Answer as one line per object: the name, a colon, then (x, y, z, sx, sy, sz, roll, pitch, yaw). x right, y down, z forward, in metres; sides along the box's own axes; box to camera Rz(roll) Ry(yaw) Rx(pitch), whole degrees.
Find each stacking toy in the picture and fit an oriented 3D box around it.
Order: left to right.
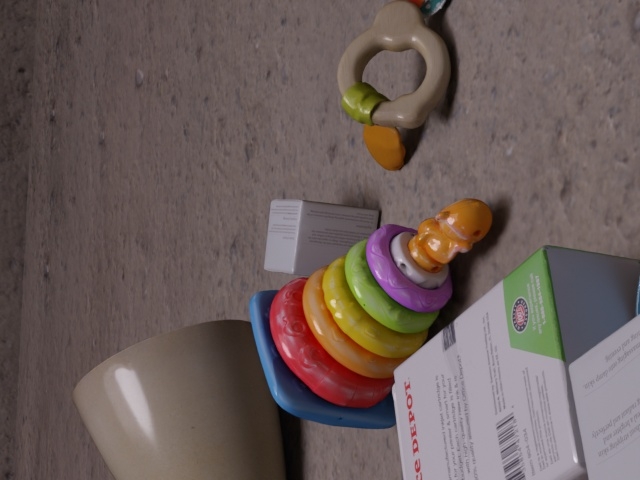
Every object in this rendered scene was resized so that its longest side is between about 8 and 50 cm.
stacking toy: (0.073, 0.050, 1.609, 0.302, 0.175, 0.166, -47, 44, 36)

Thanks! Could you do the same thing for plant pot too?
plant pot: (-0.144, 0.278, 1.932, 0.256, 0.256, 0.274, -50, 57, 50)

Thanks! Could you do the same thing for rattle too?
rattle: (0.104, -0.197, 1.724, 0.130, 0.143, 0.200, -2, 63, 34)

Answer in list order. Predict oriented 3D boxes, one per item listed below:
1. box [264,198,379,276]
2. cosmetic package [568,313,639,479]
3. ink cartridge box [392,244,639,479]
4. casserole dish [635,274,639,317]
box: (0.000, 0.000, 1.811, 0.102, 0.101, 0.087, -177, 93, -67)
cosmetic package: (0.307, 0.220, 1.012, 0.217, 0.156, 0.385, 134, 136, -53)
ink cartridge box: (0.181, 0.156, 1.351, 0.273, 0.114, 0.198, 133, 138, -52)
casserole dish: (0.303, 0.007, 1.219, 0.114, 0.037, 0.188, -161, 78, -65)
